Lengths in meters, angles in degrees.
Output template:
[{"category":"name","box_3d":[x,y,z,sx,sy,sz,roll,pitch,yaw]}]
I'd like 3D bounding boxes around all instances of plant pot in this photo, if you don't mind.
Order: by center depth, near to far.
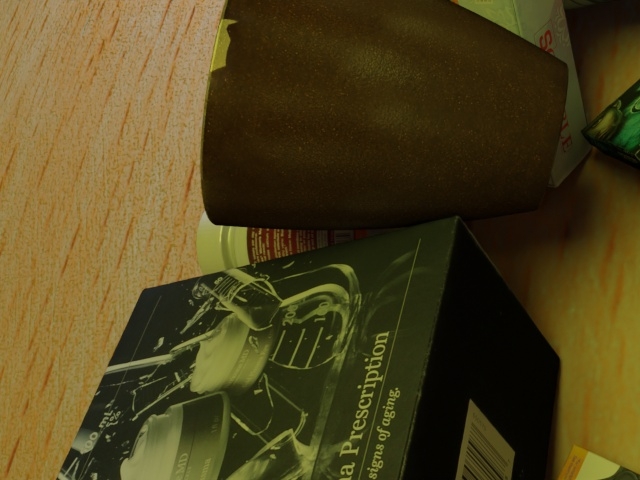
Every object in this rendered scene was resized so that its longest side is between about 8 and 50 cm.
[{"category":"plant pot","box_3d":[0.054,-0.095,0.720,0.230,0.215,0.215,11,69,5]}]

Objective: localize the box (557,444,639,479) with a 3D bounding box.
[{"category":"box","box_3d":[0.215,0.202,0.663,0.136,0.028,0.081,19,78,46]}]

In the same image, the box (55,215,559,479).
[{"category":"box","box_3d":[-0.025,0.190,0.703,0.312,0.179,0.343,-15,41,34]}]

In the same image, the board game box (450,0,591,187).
[{"category":"board game box","box_3d":[0.052,-0.212,0.841,0.318,0.319,0.066,15,47,43]}]

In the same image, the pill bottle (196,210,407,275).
[{"category":"pill bottle","box_3d":[0.000,0.000,0.890,0.221,0.121,0.121,-2,64,38]}]

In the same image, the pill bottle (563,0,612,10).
[{"category":"pill bottle","box_3d":[0.213,-0.298,0.827,0.361,0.204,0.204,-1,65,41]}]

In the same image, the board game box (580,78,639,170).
[{"category":"board game box","box_3d":[0.290,-0.128,0.740,0.186,0.026,0.126,-42,12,6]}]
